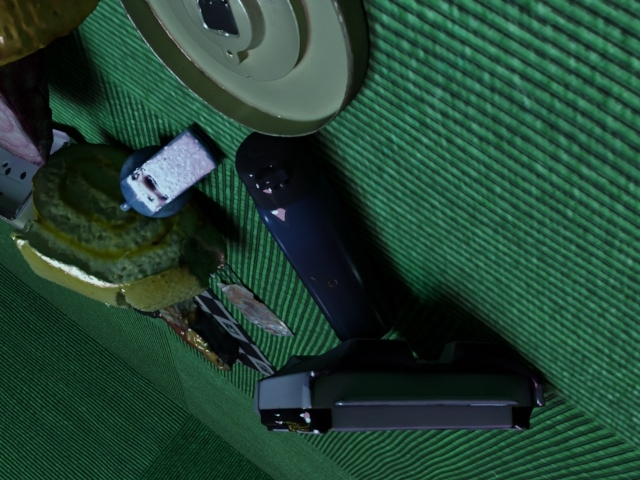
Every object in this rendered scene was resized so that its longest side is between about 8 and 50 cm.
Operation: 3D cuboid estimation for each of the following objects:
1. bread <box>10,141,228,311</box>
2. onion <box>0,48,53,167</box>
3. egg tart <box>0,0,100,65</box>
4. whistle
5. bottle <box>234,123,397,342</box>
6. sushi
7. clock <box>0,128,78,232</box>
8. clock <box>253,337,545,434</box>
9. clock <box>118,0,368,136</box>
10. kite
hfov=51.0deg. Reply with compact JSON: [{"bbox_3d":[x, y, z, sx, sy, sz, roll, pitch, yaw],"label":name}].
[{"bbox_3d":[-0.248,-0.004,0.844,0.257,0.186,0.124,26,149,11],"label":"bread"},{"bbox_3d":[-0.368,-0.205,0.750,0.250,0.111,0.247,19,149,38],"label":"onion"},{"bbox_3d":[-0.280,-0.233,0.498,0.202,0.202,0.147,26,143,28],"label":"egg tart"},{"bbox_3d":[-0.172,-0.076,0.757,0.158,0.090,0.090,-32,112,23],"label":"whistle"},{"bbox_3d":[0.000,0.000,0.637,0.072,0.082,0.244,-21,130,11],"label":"bottle"},{"bbox_3d":[-0.271,0.156,1.296,0.359,0.064,0.343,13,145,46],"label":"sushi"},{"bbox_3d":[-0.433,-0.097,0.985,0.192,0.147,0.071,19,162,37],"label":"clock"},{"bbox_3d":[0.073,0.151,0.679,0.253,0.083,0.186,5,165,-20],"label":"clock"},{"bbox_3d":[-0.070,-0.172,0.486,0.235,0.029,0.235,31,155,17],"label":"clock"},{"bbox_3d":[-0.128,0.073,1.013,0.127,0.016,0.229,7,144,45],"label":"kite"}]
